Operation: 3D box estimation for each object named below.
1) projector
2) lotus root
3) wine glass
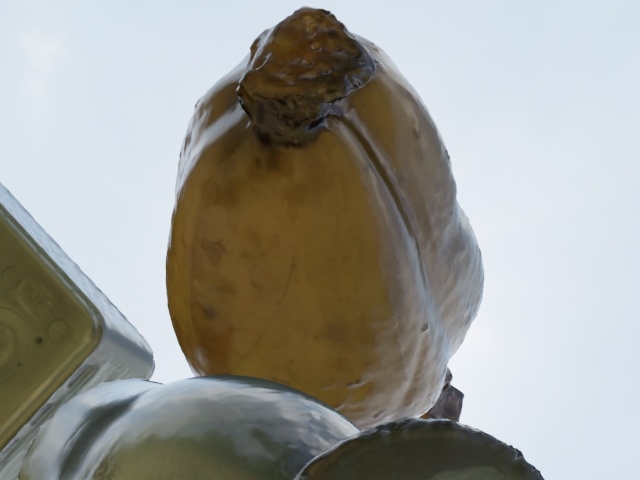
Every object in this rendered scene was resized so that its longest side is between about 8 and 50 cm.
[{"bbox_3d":[-0.237,0.048,1.066,0.192,0.099,0.257,-46,-118,-1],"label":"projector"},{"bbox_3d":[0.000,0.000,0.843,0.140,0.154,0.257,10,-37,17],"label":"lotus root"},{"bbox_3d":[-0.020,0.083,0.516,0.202,0.093,0.093,4,-70,64],"label":"wine glass"}]
